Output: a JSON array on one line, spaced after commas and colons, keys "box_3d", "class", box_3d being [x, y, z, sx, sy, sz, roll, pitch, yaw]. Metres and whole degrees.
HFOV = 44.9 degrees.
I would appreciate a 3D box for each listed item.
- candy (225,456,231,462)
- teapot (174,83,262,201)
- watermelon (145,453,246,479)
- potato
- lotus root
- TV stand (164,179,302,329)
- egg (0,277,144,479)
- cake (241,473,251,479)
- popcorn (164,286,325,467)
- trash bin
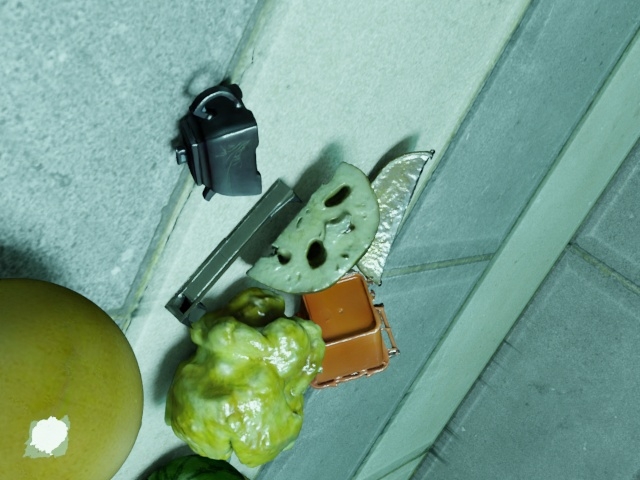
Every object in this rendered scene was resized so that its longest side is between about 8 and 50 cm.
[{"box_3d": [-0.279, 0.548, 1.578, 0.292, 0.059, 0.086, -49, 156, -2], "class": "candy"}, {"box_3d": [-0.132, -0.115, 0.958, 0.096, 0.087, 0.177, -15, 142, -14], "class": "teapot"}, {"box_3d": [-0.232, 0.516, 1.418, 0.242, 0.242, 0.242, -37, 150, -26], "class": "watermelon"}, {"box_3d": [0.102, -0.060, 1.400, 0.120, 0.100, 0.261, -134, -115, -79], "class": "potato"}, {"box_3d": [0.000, 0.000, 1.206, 0.235, 0.138, 0.119, -44, 171, -2], "class": "lotus root"}, {"box_3d": [-0.128, 0.021, 1.169, 0.256, 0.040, 0.049, -49, 153, -4], "class": "TV stand"}, {"box_3d": [-0.318, 0.174, 0.841, 0.250, 0.250, 0.322, -45, 162, -12], "class": "egg"}, {"box_3d": [-0.183, 0.639, 1.714, 0.185, 0.178, 0.207, -18, 142, -48], "class": "cake"}, {"box_3d": [-0.121, 0.221, 1.232, 0.276, 0.226, 0.276, -166, -90, -82], "class": "popcorn"}, {"box_3d": [0.049, 0.154, 1.388, 0.185, 0.161, 0.238, -15, 157, -7], "class": "trash bin"}]
